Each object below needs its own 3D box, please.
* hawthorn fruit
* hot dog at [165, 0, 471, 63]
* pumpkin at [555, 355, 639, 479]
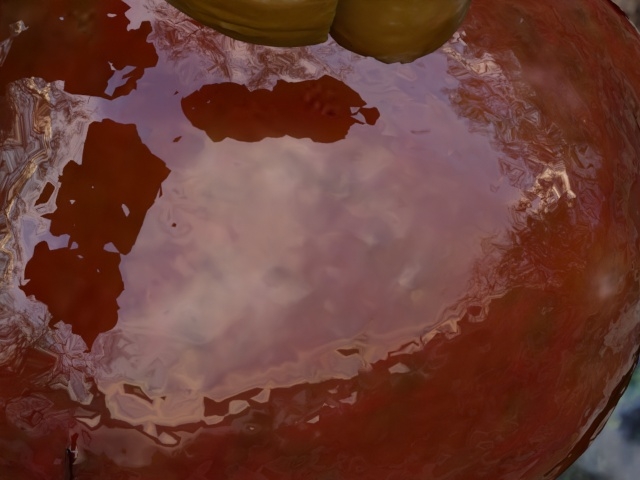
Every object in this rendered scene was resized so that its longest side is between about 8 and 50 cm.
[{"bbox_3d":[0.000,0.000,0.457,0.202,0.185,0.185,5,55,2],"label":"hawthorn fruit"},{"bbox_3d":[0.013,-0.091,0.241,0.100,0.249,0.068,-27,72,-12],"label":"hot dog"},{"bbox_3d":[0.199,0.103,0.940,0.323,0.241,0.323,37,28,-23],"label":"pumpkin"}]
